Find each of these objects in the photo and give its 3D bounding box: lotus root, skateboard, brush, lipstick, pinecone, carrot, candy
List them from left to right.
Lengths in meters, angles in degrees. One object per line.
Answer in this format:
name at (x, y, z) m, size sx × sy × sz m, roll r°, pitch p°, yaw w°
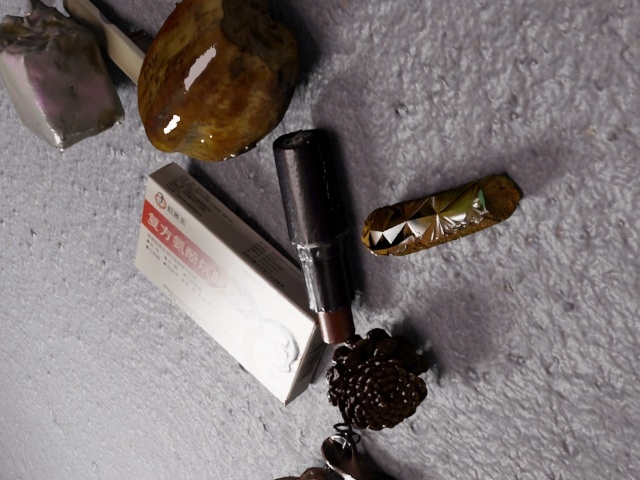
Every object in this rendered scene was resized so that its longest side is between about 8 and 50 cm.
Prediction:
candy at (-0.415, -0.255, 1.615) m, size 0.185 × 0.137 × 0.195 m, roll 35°, pitch 149°, yaw 46°
brush at (-0.302, -0.307, 1.556) m, size 0.321 × 0.050 × 0.060 m, roll 44°, pitch 145°, yaw 34°
lotus root at (-0.132, -0.198, 1.325) m, size 0.193 × 0.193 × 0.291 m, roll 57°, pitch 142°, yaw 5°
lipstick at (0.000, 0.000, 1.364) m, size 0.081 × 0.081 × 0.300 m, roll 12°, pitch 122°, yaw 46°
skateboard at (0.057, 0.338, 1.554) m, size 0.151 × 0.067 × 0.080 m, roll 38°, pitch 130°, yaw 34°
pinecone at (0.072, 0.178, 1.366) m, size 0.121 × 0.140 × 0.140 m, roll -120°, pitch 14°, yaw -70°
carrot at (0.133, -0.026, 1.199) m, size 0.228 × 0.069 × 0.069 m, roll -18°, pitch 100°, yaw 53°

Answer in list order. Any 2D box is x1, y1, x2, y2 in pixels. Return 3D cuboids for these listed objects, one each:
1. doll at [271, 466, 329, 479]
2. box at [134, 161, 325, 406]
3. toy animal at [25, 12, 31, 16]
doll at (-0.010, 0.493, 1.703) m, size 0.201 × 0.156 × 0.303 m, roll -25°, pitch 118°, yaw 15°
box at (-0.138, 0.066, 1.573) m, size 0.353 × 0.069 × 0.214 m, roll 39°, pitch 139°, yaw 18°
toy animal at (-0.484, -0.322, 1.733) m, size 0.082 × 0.091 × 0.114 m, roll -35°, pitch 84°, yaw 40°
